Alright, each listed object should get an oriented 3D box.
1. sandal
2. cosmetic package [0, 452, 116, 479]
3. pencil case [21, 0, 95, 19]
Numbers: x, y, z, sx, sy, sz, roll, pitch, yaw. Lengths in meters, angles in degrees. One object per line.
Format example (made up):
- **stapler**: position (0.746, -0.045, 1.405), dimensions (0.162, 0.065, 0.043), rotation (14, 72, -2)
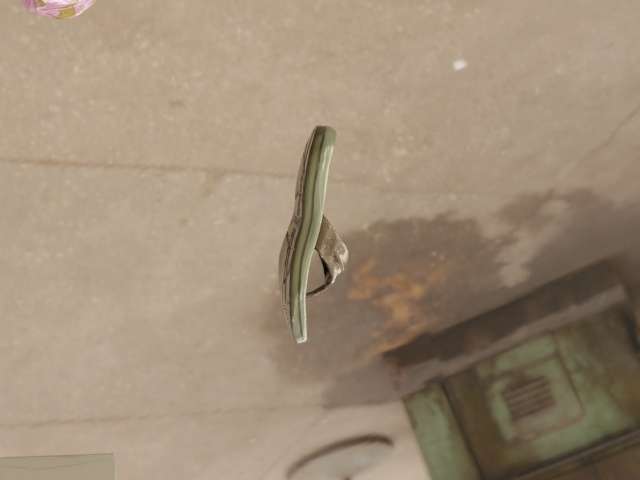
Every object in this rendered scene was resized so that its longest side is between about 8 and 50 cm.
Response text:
- **sandal**: position (0.000, -0.001, 1.476), dimensions (0.086, 0.120, 0.302), rotation (8, 106, -11)
- **cosmetic package**: position (-0.425, 0.365, 1.433), dimensions (0.310, 0.113, 0.160), rotation (1, 140, -14)
- **pencil case**: position (-0.406, -0.439, 1.624), dimensions (0.167, 0.160, 0.386), rotation (-15, -179, -5)
